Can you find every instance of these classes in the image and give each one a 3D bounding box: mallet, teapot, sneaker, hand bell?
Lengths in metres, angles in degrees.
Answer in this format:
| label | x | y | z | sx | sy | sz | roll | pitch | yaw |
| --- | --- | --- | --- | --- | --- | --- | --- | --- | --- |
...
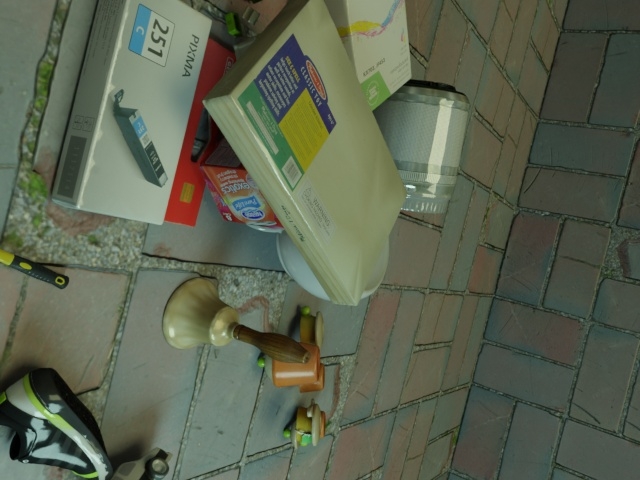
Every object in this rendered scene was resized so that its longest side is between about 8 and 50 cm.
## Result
| label | x | y | z | sx | sy | sz | roll | pitch | yaw |
| --- | --- | --- | --- | --- | --- | --- | --- | --- | --- |
| mallet | -0.366 | 0.011 | 0.676 | 0.190 | 0.039 | 0.062 | 34 | 72 | -62 |
| teapot | 0.000 | 0.000 | 1.094 | 0.252 | 0.187 | 0.255 | -43 | 122 | -50 |
| sneaker | -0.359 | 0.259 | 0.767 | 0.097 | 0.084 | 0.234 | -28 | 129 | -18 |
| hand bell | -0.120 | 0.150 | 0.913 | 0.126 | 0.242 | 0.126 | -30 | 127 | -49 |

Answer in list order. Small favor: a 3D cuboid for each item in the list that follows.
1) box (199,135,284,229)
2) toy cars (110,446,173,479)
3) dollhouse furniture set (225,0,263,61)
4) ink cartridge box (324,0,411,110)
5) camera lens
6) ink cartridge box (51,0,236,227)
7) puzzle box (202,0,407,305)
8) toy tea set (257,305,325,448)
| label | x | y | z | sx | sy | sz | roll | pitch | yaw |
| --- | --- | --- | --- | --- | --- | --- | --- | --- | --- |
| box | -0.067 | -0.149 | 0.957 | 0.256 | 0.128 | 0.122 | -59 | 146 | -37 |
| toy cars | -0.355 | 0.455 | 0.805 | 0.393 | 0.087 | 0.176 | -55 | -175 | -28 |
| dollhouse furniture set | -0.096 | -0.323 | 0.896 | 0.059 | 0.076 | 0.151 | -9 | 87 | -63 |
| ink cartridge box | 0.061 | -0.435 | 1.070 | 0.207 | 0.119 | 0.353 | -46 | 137 | -37 |
| camera lens | 0.206 | -0.213 | 1.293 | 0.219 | 0.220 | 0.274 | -7 | 108 | -56 |
| ink cartridge box | -0.212 | -0.170 | 0.808 | 0.261 | 0.066 | 0.296 | 13 | 92 | -58 |
| puzzle box | 0.008 | -0.131 | 0.890 | 0.408 | 0.052 | 0.272 | 60 | 45 | -36 |
| toy tea set | -0.059 | 0.319 | 1.237 | 0.200 | 0.125 | 0.335 | -74 | 163 | -71 |
